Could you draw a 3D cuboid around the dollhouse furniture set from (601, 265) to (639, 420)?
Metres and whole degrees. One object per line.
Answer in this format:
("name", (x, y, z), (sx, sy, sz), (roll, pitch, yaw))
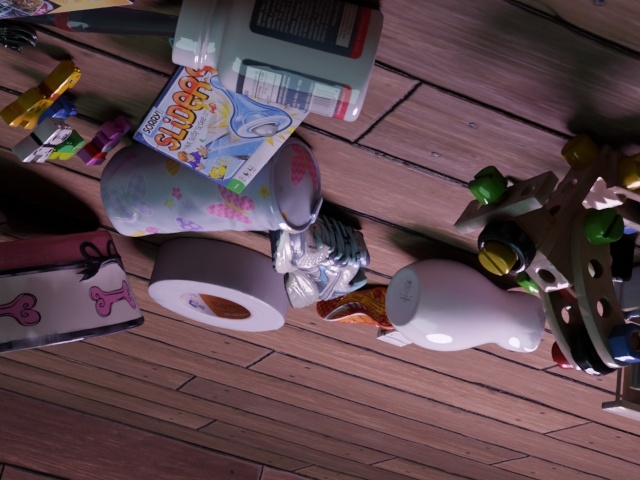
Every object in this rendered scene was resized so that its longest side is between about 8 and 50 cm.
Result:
("dollhouse furniture set", (0.449, 0.130, 1.565), (0.129, 0.183, 0.129), (19, 160, -26))

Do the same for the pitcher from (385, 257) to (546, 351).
("pitcher", (0.183, 0.092, 1.756), (0.207, 0.125, 0.178), (12, 178, -31))

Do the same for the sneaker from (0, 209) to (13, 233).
("sneaker", (-0.513, -0.047, 1.859), (0.090, 0.095, 0.235), (-17, -176, -13))

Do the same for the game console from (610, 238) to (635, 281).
("game console", (0.322, 0.028, 1.554), (0.122, 0.107, 0.071), (8, 131, 11))

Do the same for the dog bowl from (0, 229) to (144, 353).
("dog bowl", (-0.470, 0.076, 1.849), (0.408, 0.150, 0.408), (-7, -178, 0))

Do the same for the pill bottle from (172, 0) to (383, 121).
("pill bottle", (-0.040, -0.182, 1.164), (0.180, 0.108, 0.108), (15, 160, -3))

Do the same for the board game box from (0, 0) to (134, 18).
("board game box", (-0.312, -0.273, 1.185), (0.243, 0.042, 0.165), (1, 156, 30))

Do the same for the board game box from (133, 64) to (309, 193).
("board game box", (-0.100, -0.137, 1.322), (0.136, 0.035, 0.201), (28, 144, -13))

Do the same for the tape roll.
("tape roll", (-0.154, 0.071, 1.951), (0.219, 0.072, 0.219), (12, 159, 5))

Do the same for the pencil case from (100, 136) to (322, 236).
("pencil case", (-0.135, -0.061, 1.523), (0.273, 0.113, 0.124), (-2, 127, 32))

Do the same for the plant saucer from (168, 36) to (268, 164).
("plant saucer", (-0.106, -0.152, 1.354), (0.067, 0.018, 0.192), (6, 145, 18))

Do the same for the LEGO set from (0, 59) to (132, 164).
("LEGO set", (-0.288, -0.149, 1.433), (0.087, 0.093, 0.227), (47, -170, 5))

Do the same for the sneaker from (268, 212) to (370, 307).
("sneaker", (0.000, 0.000, 1.668), (0.122, 0.110, 0.283), (-8, 159, 6))

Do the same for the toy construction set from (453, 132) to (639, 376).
("toy construction set", (0.251, -0.027, 1.324), (0.237, 0.257, 0.309), (39, 176, -14))

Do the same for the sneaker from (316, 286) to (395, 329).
("sneaker", (0.079, 0.101, 1.926), (0.175, 0.064, 0.067), (6, 179, 32))

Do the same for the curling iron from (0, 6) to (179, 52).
("curling iron", (-0.241, -0.223, 1.285), (0.274, 0.035, 0.068), (3, 161, 27))

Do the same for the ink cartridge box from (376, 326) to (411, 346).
("ink cartridge box", (0.125, 0.150, 2.047), (0.048, 0.028, 0.083), (21, 159, -19))
